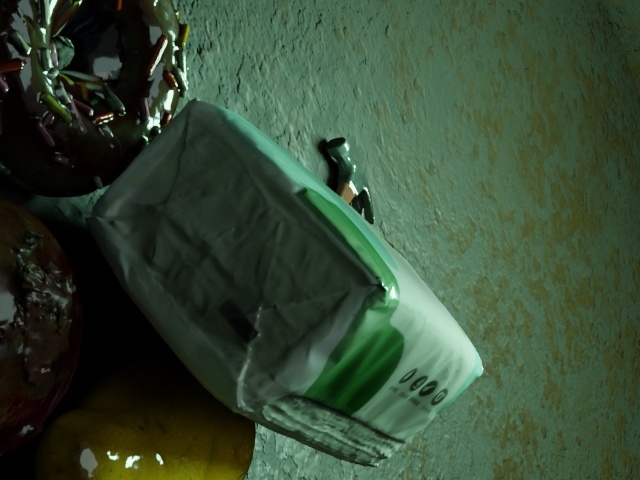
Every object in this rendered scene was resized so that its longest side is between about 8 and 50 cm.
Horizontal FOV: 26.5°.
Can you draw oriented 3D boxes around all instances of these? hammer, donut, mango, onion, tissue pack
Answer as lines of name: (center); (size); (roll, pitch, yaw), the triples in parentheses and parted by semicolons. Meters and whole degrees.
hammer: (0.001, 0.000, 1.638); (0.111, 0.033, 0.288); (61, 36, -29)
donut: (-0.221, -0.166, 1.208); (0.269, 0.103, 0.270); (-7, 99, -55)
mango: (-0.164, 0.196, 1.223); (0.295, 0.120, 0.177); (-7, 95, -59)
onion: (-0.258, 0.062, 1.057); (0.230, 0.163, 0.230); (-5, 90, -67)
tissue pack: (-0.023, 0.052, 1.282); (0.266, 0.194, 0.356); (47, 4, 26)

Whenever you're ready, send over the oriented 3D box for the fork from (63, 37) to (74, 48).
fork: (-0.260, -0.288, 1.280); (0.028, 0.034, 0.219); (-42, 118, -65)
